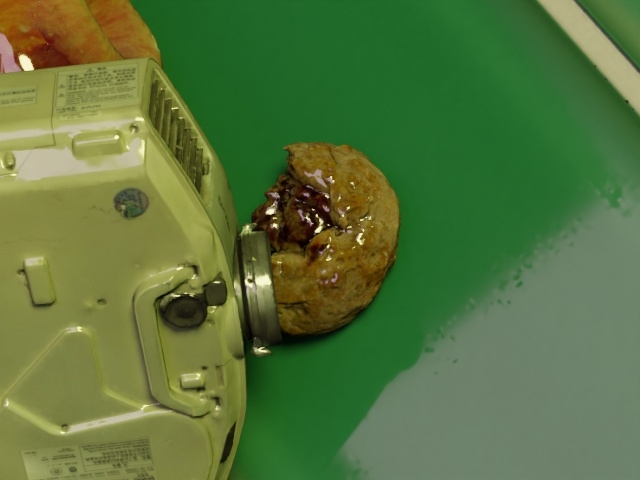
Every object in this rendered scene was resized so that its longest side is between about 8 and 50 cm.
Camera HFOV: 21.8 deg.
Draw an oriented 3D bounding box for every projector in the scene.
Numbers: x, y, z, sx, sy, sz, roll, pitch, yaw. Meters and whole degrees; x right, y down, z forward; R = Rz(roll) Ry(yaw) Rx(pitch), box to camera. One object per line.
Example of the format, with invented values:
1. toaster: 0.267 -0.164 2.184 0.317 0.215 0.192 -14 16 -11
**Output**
1. projector: -0.119 0.040 0.858 0.194 0.269 0.088 -7 38 -1

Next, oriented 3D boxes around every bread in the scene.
1. bread: 0.000 0.000 0.929 0.082 0.060 0.113 16 86 26

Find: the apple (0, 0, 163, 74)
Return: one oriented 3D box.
1. apple: -0.189 -0.083 0.936 0.188 0.211 0.211 -24 73 14
